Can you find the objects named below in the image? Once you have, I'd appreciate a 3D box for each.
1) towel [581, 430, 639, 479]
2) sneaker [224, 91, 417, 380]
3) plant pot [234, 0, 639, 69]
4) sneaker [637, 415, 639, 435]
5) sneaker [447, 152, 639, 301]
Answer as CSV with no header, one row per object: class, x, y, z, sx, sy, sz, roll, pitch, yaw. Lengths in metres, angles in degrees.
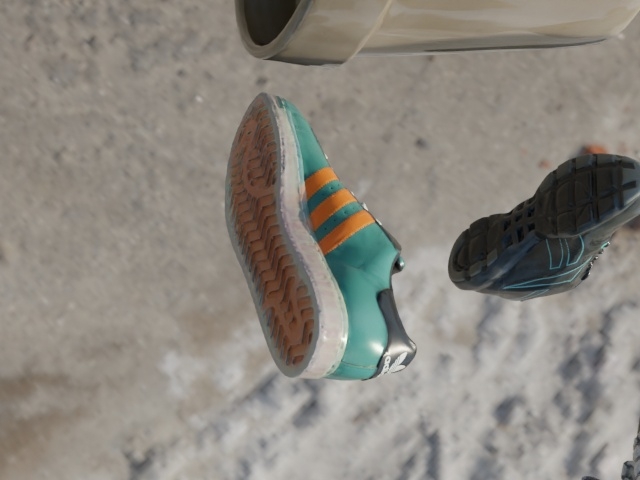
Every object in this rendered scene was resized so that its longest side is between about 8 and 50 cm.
towel,0.300,0.319,1.288,0.121,0.235,0.284,-35,119,21
sneaker,0.000,0.000,1.471,0.121,0.302,0.108,11,137,-31
plant pot,0.111,-0.270,1.297,0.280,0.323,0.323,12,111,-17
sneaker,0.402,0.160,1.738,0.295,0.124,0.109,-46,145,-65
sneaker,0.261,-0.009,1.794,0.106,0.101,0.267,30,140,-30
